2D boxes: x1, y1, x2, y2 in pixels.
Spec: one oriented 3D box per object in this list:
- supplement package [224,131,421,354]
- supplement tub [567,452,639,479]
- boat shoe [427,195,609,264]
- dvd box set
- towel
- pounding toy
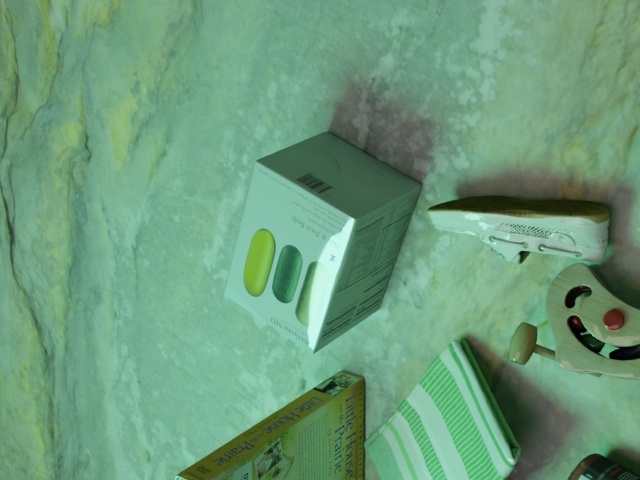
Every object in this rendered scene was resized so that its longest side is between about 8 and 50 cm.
[{"bbox_3d":[0.000,0.000,1.650,0.199,0.198,0.262,32,125,23],"label":"supplement package"},{"bbox_3d":[0.464,0.402,1.495,0.198,0.106,0.106,26,123,43],"label":"supplement tub"},{"bbox_3d":[0.285,-0.009,1.494,0.277,0.098,0.096,6,111,34],"label":"boat shoe"},{"bbox_3d":[-0.071,0.440,1.739,0.062,0.420,0.307,17,118,35],"label":"dvd box set"},{"bbox_3d":[0.195,0.350,1.685,0.325,0.038,0.247,-57,44,38],"label":"towel"},{"bbox_3d":[0.415,0.121,1.468,0.270,0.155,0.154,6,84,26],"label":"pounding toy"}]
